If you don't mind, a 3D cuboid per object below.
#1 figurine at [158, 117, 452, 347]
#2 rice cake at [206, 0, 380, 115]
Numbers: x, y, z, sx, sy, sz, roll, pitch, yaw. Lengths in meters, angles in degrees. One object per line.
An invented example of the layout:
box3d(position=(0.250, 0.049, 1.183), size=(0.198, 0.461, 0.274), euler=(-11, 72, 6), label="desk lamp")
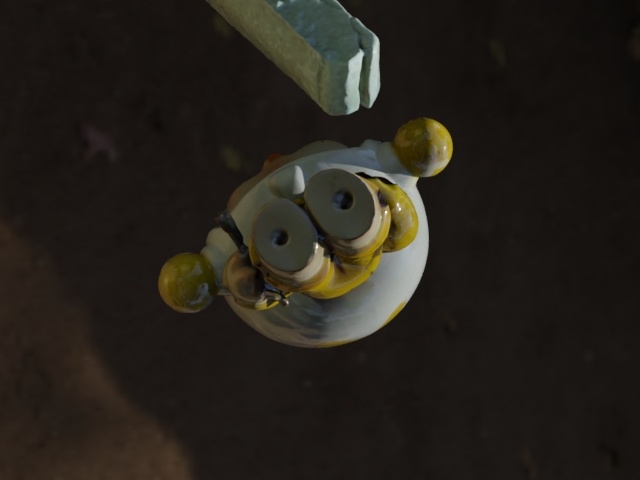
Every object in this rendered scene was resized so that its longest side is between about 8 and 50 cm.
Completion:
box3d(position=(0.004, -0.003, 0.642), size=(0.101, 0.143, 0.068), euler=(-28, 86, -25), label="figurine")
box3d(position=(-0.034, -0.106, 0.759), size=(0.029, 0.171, 0.033), euler=(-26, 142, -24), label="rice cake")
